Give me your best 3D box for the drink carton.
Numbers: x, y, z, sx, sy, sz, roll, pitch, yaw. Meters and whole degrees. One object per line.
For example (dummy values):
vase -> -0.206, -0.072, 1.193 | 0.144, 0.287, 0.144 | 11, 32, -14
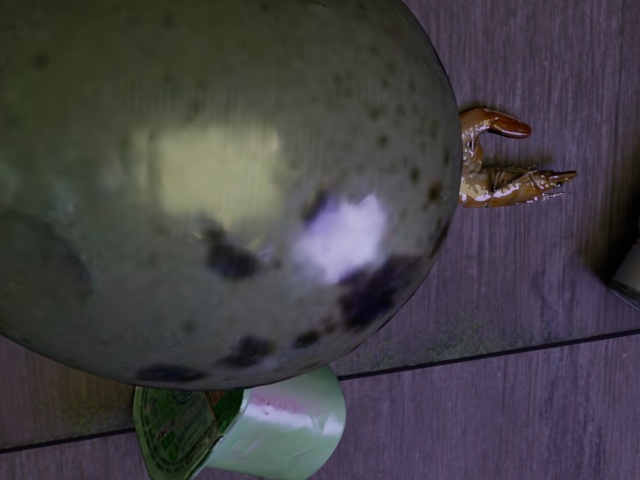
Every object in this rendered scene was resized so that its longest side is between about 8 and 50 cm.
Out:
drink carton -> -0.067, 0.149, 1.132 | 0.142, 0.146, 0.144 | 19, 120, -38

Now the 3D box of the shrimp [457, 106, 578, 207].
shrimp -> 0.175, -0.080, 1.234 | 0.162, 0.045, 0.095 | -3, 85, -18

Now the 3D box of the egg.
egg -> -0.105, -0.064, 0.919 | 0.427, 0.345, 0.345 | 2, 104, -20

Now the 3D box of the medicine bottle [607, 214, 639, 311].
medicine bottle -> 0.407, -0.030, 1.284 | 0.143, 0.143, 0.258 | 32, 89, -27
